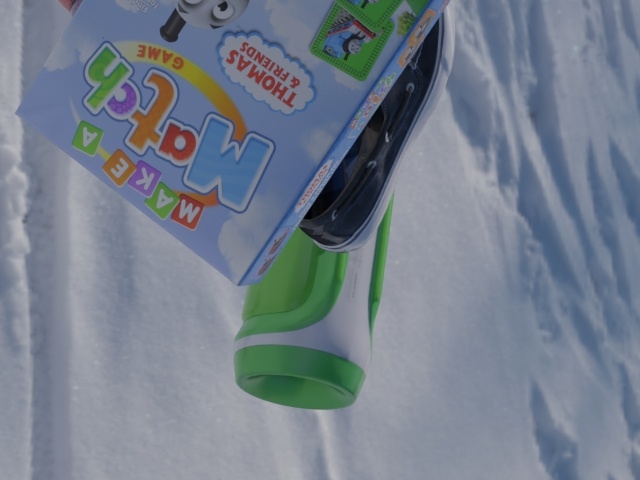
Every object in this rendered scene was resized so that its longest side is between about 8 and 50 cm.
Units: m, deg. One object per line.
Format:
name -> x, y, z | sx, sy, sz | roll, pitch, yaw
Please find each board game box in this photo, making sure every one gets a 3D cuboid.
board game box -> -0.041, -0.108, 0.509 | 0.212, 0.160, 0.039 | -56, 168, 11

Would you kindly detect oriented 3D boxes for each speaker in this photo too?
speaker -> 0.000, 0.000, 0.918 | 0.131, 0.131, 0.297 | 35, 55, -44

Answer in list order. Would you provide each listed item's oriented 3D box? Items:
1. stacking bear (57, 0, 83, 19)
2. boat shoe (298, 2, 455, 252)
stacking bear -> -0.153, -0.168, 1.035 | 0.164, 0.175, 0.289 | -25, 90, -23
boat shoe -> 0.033, -0.105, 0.745 | 0.076, 0.080, 0.229 | 26, 87, -59
